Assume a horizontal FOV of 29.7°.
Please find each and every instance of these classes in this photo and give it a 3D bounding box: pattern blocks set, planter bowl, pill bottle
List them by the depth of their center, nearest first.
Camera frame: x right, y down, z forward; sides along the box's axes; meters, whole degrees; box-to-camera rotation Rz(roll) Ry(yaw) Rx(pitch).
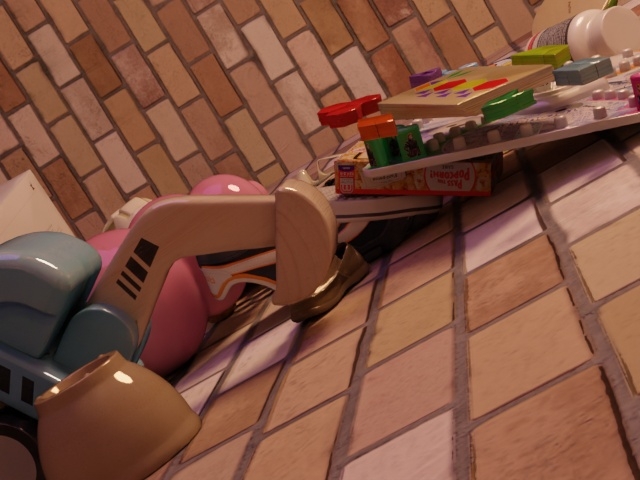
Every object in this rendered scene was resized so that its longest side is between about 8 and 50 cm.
[{"bbox_3d":[-0.214,0.178,1.189,0.162,0.109,0.162,-31,7,5],"label":"planter bowl"},{"bbox_3d":[0.161,-0.166,1.369,0.285,0.026,0.325,-22,16,-16],"label":"pattern blocks set"},{"bbox_3d":[0.406,-0.294,1.855,0.108,0.108,0.180,-35,8,-26],"label":"pill bottle"}]

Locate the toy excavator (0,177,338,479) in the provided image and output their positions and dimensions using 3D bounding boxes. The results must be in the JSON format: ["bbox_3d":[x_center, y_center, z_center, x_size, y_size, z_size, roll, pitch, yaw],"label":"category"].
[{"bbox_3d":[-0.250,0.073,1.339,0.222,0.433,0.445,-61,-3,-76],"label":"toy excavator"}]

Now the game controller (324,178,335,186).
[{"bbox_3d":[0.145,-0.149,2.110,0.319,0.067,0.166,-29,7,9],"label":"game controller"}]

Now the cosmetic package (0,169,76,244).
[{"bbox_3d":[-0.449,0.084,1.846,0.097,0.284,0.377,-25,18,12],"label":"cosmetic package"}]

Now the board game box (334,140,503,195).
[{"bbox_3d":[0.127,-0.094,1.528,0.193,0.045,0.147,2,15,15],"label":"board game box"}]

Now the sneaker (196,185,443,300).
[{"bbox_3d":[0.000,0.000,1.527,0.321,0.127,0.126,-7,13,-10],"label":"sneaker"}]

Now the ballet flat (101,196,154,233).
[{"bbox_3d":[-0.282,0.005,1.898,0.147,0.147,0.409,-35,2,-25],"label":"ballet flat"}]

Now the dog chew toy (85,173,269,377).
[{"bbox_3d":[-0.192,0.034,1.602,0.332,0.206,0.206,-44,12,-26],"label":"dog chew toy"}]

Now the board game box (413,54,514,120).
[{"bbox_3d":[0.248,-0.235,1.994,0.201,0.035,0.136,-21,29,1],"label":"board game box"}]

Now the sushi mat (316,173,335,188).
[{"bbox_3d":[-0.070,-0.033,2.190,0.316,0.019,0.151,-36,-8,-14],"label":"sushi mat"}]

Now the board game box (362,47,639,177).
[{"bbox_3d":[0.278,-0.188,1.474,0.390,0.050,0.390,-10,15,23],"label":"board game box"}]

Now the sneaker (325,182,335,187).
[{"bbox_3d":[0.074,-0.072,1.706,0.296,0.104,0.147,-37,13,-11],"label":"sneaker"}]

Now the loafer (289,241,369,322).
[{"bbox_3d":[0.003,0.048,1.409,0.056,0.050,0.148,-26,9,36],"label":"loafer"}]

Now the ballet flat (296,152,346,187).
[{"bbox_3d":[0.004,-0.126,2.486,0.221,0.079,0.077,-31,8,8],"label":"ballet flat"}]

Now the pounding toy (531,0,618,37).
[{"bbox_3d":[0.489,-0.381,2.244,0.183,0.110,0.237,-1,59,55],"label":"pounding toy"}]

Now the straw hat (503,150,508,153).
[{"bbox_3d":[0.283,-0.178,1.751,0.144,0.061,0.144,-31,6,4],"label":"straw hat"}]

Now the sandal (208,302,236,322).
[{"bbox_3d":[-0.153,0.097,1.769,0.072,0.049,0.180,-27,-8,-10],"label":"sandal"}]
